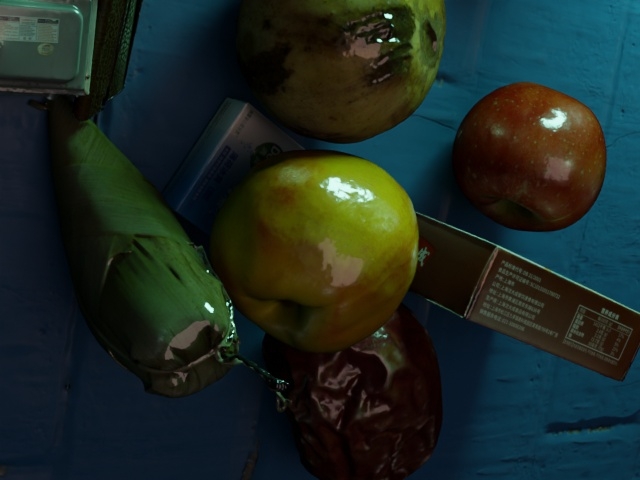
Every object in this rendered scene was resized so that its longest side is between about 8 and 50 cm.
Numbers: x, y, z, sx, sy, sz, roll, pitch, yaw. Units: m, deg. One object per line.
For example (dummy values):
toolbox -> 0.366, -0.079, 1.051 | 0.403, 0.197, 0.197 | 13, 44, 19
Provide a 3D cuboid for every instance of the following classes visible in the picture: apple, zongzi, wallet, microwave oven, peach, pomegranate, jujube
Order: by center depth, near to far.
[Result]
microwave oven -> -0.415, -0.257, 1.281 | 0.240, 0.194, 0.145 | -1, 114, -32
zongzi -> -0.231, 0.019, 1.333 | 0.181, 0.447, 0.418 | -27, 112, -17
wallet -> -0.264, -0.282, 1.361 | 0.039, 0.133, 0.243 | 22, 124, 3
peach -> -0.003, -0.004, 1.481 | 0.289, 0.289, 0.308 | 55, 45, -31
pomegranate -> 0.033, -0.291, 1.501 | 0.322, 0.322, 0.322 | -10, 109, -30
jujube -> 0.057, 0.235, 1.690 | 0.276, 0.276, 0.377 | -32, 135, -21
apple -> 0.353, -0.136, 1.765 | 0.260, 0.260, 0.216 | 40, 69, -34

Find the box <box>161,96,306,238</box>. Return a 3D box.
box -> -0.131, -0.096, 1.579 | 0.139, 0.073, 0.194 | 37, 83, -35

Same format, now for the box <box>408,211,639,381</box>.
box -> 0.283, 0.075, 1.724 | 0.385, 0.344, 0.122 | 23, 92, -35
